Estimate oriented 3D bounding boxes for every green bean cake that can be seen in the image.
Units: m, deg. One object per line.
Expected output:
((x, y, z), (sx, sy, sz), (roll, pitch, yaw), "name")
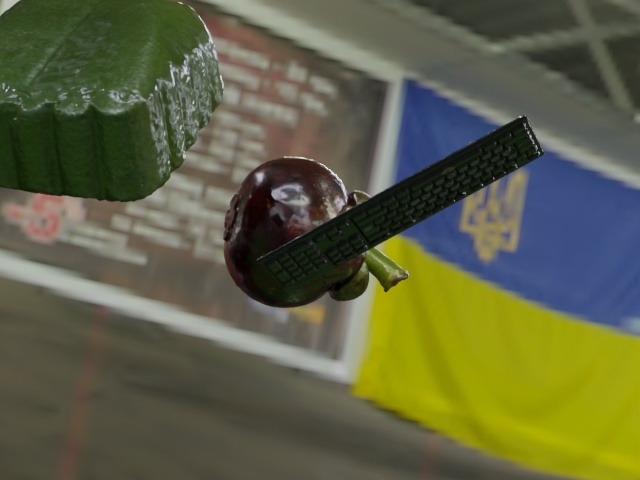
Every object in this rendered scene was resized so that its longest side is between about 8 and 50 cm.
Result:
((-0.218, -0.139, 1.772), (0.222, 0.248, 0.125), (6, -56, 17), "green bean cake")

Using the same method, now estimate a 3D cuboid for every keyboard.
((0.054, -0.022, 1.251), (0.198, 0.010, 0.063), (-29, -26, 6), "keyboard")

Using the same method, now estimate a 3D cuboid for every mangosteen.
((-0.004, -0.010, 1.852), (0.181, 0.146, 0.156), (-2, 24, -2), "mangosteen")
